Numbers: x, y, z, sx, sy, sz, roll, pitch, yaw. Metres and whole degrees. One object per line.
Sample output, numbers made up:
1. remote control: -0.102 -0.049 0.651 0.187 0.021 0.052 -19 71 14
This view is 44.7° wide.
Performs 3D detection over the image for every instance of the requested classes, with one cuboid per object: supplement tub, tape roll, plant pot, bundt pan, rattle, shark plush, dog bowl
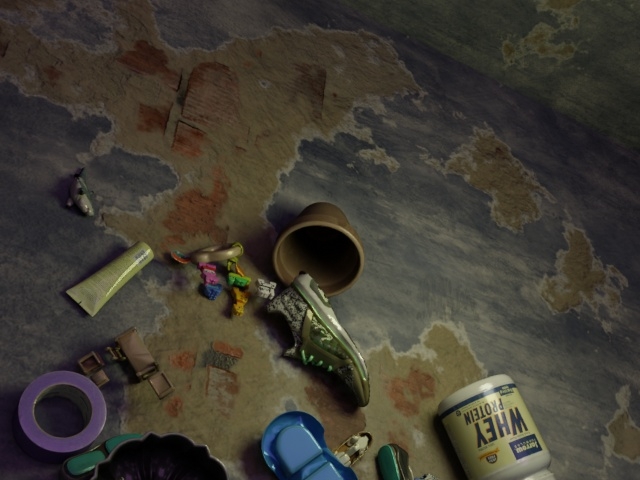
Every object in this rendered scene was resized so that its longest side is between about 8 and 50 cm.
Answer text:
1. supplement tub: 0.493 0.564 2.173 0.236 0.235 0.324 -6 62 -36
2. tape roll: -0.578 0.390 1.727 0.189 0.080 0.188 18 50 -22
3. plant pot: 0.000 0.000 2.284 0.263 0.263 0.229 28 31 -12
4. bundt pan: -0.352 0.580 1.656 0.331 0.124 0.330 9 65 -20
5. rattle: -0.307 0.080 2.146 0.200 0.142 0.130 -18 31 -34
6. shark plush: -0.644 -0.131 2.105 0.067 0.073 0.161 28 23 -39
7. dog bowl: -0.029 0.565 1.924 0.166 0.074 0.297 -32 77 -21

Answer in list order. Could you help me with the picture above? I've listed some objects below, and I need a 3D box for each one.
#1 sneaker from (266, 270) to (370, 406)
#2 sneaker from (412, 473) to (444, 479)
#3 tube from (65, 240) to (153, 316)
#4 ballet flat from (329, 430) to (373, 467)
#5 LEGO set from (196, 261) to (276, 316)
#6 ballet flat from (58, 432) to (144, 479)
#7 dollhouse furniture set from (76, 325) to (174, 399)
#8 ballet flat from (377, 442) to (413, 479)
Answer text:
1. sneaker: -0.010 0.296 2.152 0.182 0.158 0.410 -31 82 -8
2. sneaker: 0.302 0.657 2.111 0.135 0.052 0.058 12 32 -41
3. tube: -0.531 0.091 1.995 0.070 0.062 0.240 11 41 34
4. ballet flat: 0.065 0.556 2.023 0.073 0.067 0.206 49 47 6
5. LEGO set: -0.236 0.147 2.113 0.227 0.087 0.093 16 36 -22
6. ballet flat: -0.481 0.487 1.729 0.213 0.068 0.072 -12 55 -44
7. dollhouse furniture set: -0.463 0.330 1.860 0.161 0.101 0.181 -31 77 -18
8. ballet flat: 0.215 0.665 2.027 0.096 0.095 0.280 26 46 -34
